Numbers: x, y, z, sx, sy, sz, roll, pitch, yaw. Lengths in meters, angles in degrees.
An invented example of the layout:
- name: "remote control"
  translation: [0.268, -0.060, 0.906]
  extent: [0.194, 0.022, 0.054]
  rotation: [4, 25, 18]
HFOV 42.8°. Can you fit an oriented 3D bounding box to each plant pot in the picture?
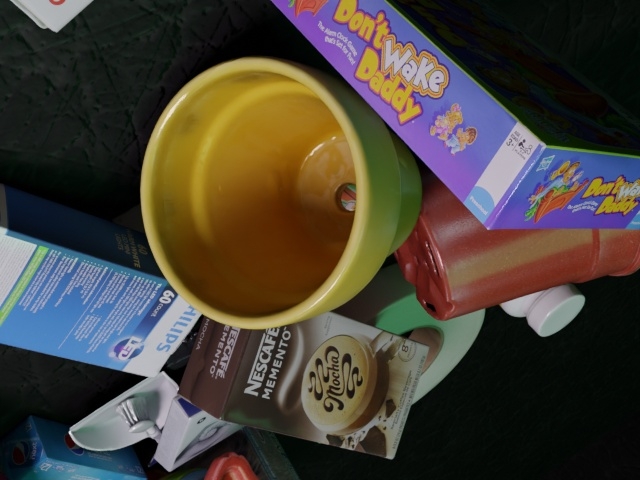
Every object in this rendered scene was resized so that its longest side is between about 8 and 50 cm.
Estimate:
- name: "plant pot"
  translation: [0.238, -0.032, 1.079]
  extent: [0.265, 0.272, 0.272]
  rotation: [-22, 144, -9]
- name: "plant pot"
  translation: [-0.013, -0.047, 0.846]
  extent: [0.254, 0.254, 0.239]
  rotation: [-52, 158, 21]

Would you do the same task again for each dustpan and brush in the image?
- name: "dustpan and brush"
  translation: [-0.244, 0.255, 1.138]
  extent: [0.147, 0.060, 0.211]
  rotation: [-32, 166, -6]

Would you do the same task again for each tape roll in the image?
- name: "tape roll"
  translation: [0.103, 0.191, 1.375]
  extent: [0.392, 0.072, 0.392]
  rotation: [-25, 144, -19]

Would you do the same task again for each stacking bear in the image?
- name: "stacking bear"
  translation: [-0.204, 0.409, 1.216]
  extent: [0.289, 0.164, 0.175]
  rotation: [-9, 141, 42]

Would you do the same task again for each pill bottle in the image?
- name: "pill bottle"
  translation: [0.302, 0.042, 1.250]
  extent: [0.117, 0.208, 0.118]
  rotation: [-24, 145, -19]

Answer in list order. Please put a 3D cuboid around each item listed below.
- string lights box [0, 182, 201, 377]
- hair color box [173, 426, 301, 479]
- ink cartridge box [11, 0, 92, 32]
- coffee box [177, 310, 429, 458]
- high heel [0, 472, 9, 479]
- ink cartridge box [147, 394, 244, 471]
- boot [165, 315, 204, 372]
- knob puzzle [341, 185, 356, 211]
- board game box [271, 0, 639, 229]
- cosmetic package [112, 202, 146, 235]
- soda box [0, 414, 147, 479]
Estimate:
- name: "string lights box"
  translation: [-0.250, 0.045, 0.817]
  extent: [0.259, 0.077, 0.133]
  rotation: [22, 116, -37]
- name: "hair color box"
  translation: [-0.194, 0.469, 1.345]
  extent: [0.347, 0.174, 0.105]
  rotation: [-45, 144, 10]
- name: "ink cartridge box"
  translation: [-0.168, -0.270, 0.555]
  extent: [0.208, 0.087, 0.153]
  rotation: [-40, 147, 3]
- name: "coffee box"
  translation: [-0.016, 0.170, 1.077]
  extent: [0.297, 0.119, 0.168]
  rotation: [22, 84, -36]
- name: "high heel"
  translation: [-0.442, 0.240, 0.834]
  extent: [0.127, 0.181, 0.377]
  rotation: [-39, 147, 3]
- name: "ink cartridge box"
  translation: [-0.133, 0.248, 1.192]
  extent: [0.223, 0.045, 0.224]
  rotation: [-25, 155, -36]
- name: "boot"
  translation: [-0.164, 0.147, 1.101]
  extent: [0.099, 0.045, 0.121]
  rotation: [-30, 141, -12]
- name: "knob puzzle"
  translation: [0.000, 0.000, 1.087]
  extent: [0.213, 0.030, 0.213]
  rotation: [-25, 144, -19]
- name: "board game box"
  translation: [0.135, -0.150, 0.742]
  extent: [0.233, 0.347, 0.078]
  rotation: [-1, 132, -42]
- name: "cosmetic package"
  translation: [-0.182, 0.007, 0.918]
  extent: [0.060, 0.041, 0.115]
  rotation: [-31, 146, -8]
- name: "soda box"
  translation: [-0.333, 0.303, 1.109]
  extent: [0.067, 0.071, 0.210]
  rotation: [-40, 147, 5]
